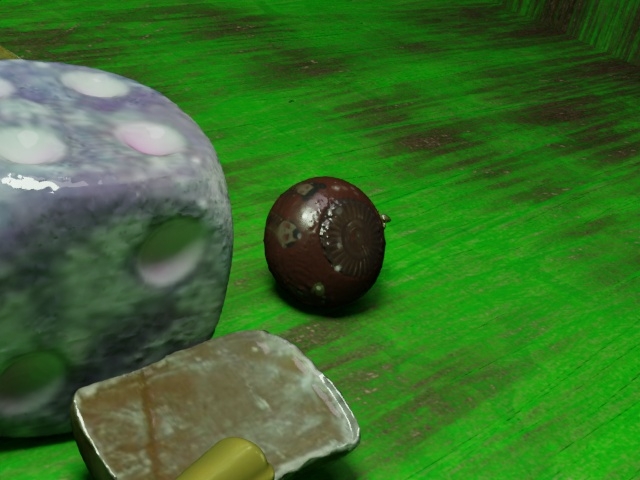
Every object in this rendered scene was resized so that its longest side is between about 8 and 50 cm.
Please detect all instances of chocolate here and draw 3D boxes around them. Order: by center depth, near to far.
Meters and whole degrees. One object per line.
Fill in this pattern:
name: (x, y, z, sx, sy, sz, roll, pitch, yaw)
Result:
chocolate: (-0.096, 0.179, 0.992, 0.254, 0.080, 0.157, -17, 56, -44)

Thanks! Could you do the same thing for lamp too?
lamp: (-0.001, 0.005, 1.320, 0.157, 0.156, 0.135, 36, -28, -31)

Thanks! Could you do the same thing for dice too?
dice: (-0.258, 0.001, 1.033, 0.271, 0.270, 0.270, -7, 35, -36)

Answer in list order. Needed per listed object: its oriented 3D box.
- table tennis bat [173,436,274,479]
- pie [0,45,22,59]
table tennis bat: (-0.132, 0.201, 0.661, 0.198, 0.050, 0.321, 15, 24, 28)
pie: (-0.504, -0.206, 1.514, 0.337, 0.075, 0.337, 13, 27, -6)
